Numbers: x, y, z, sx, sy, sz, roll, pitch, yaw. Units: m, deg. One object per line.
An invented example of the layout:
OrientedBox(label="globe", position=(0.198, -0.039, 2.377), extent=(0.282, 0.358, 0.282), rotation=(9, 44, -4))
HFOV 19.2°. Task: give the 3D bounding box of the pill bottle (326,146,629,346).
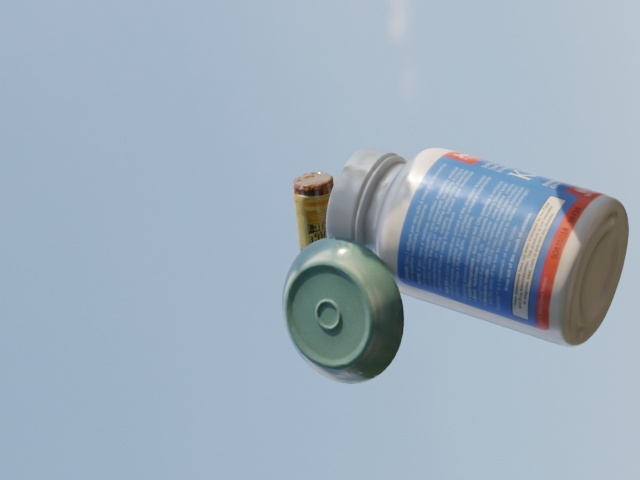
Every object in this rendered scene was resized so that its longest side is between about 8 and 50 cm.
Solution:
OrientedBox(label="pill bottle", position=(0.121, -0.004, 1.501), extent=(0.124, 0.221, 0.124), rotation=(-43, -38, -46))

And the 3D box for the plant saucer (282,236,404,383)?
OrientedBox(label="plant saucer", position=(0.012, 0.058, 1.504), extent=(0.021, 0.119, 0.119), rotation=(-15, -78, -52))

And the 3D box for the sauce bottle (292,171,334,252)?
OrientedBox(label="sauce bottle", position=(0.000, 0.000, 1.790), extent=(0.042, 0.042, 0.128), rotation=(-55, -39, -60))
